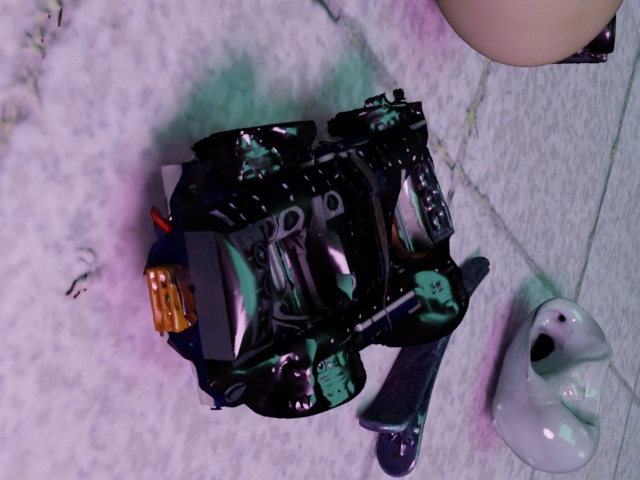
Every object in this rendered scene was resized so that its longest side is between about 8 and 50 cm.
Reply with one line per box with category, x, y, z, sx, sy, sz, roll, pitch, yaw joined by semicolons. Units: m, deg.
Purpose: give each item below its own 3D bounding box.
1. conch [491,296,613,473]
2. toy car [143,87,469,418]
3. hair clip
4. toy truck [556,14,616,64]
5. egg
conch;0.283;0.175;1.044;0.221;0.121;0.185;-61;138;-39
toy car;-0.002;0.000;0.592;0.301;0.118;0.193;-20;105;-51
hair clip;0.120;0.103;0.858;0.275;0.048;0.083;-55;134;-34
toy truck;0.259;-0.320;0.904;0.127;0.127;0.257;-44;134;-61
egg;0.182;-0.274;0.737;0.186;0.186;0.242;-13;103;-54
